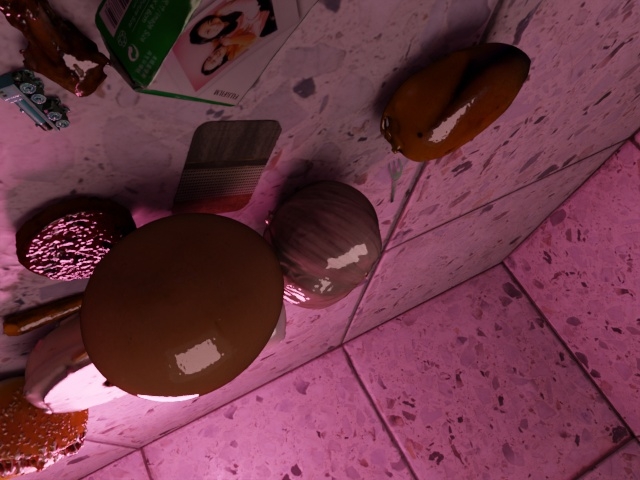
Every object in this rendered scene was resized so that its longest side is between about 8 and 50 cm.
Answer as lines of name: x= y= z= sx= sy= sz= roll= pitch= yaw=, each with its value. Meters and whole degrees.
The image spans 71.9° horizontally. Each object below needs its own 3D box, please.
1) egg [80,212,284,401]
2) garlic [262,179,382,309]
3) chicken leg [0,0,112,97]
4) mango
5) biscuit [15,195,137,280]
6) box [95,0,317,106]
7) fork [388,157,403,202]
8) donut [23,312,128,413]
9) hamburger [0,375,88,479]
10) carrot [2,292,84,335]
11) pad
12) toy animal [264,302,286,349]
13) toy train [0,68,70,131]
egg: x=-0.220 y=0.100 z=0.770 sx=0.301 sy=0.301 sz=0.374 roll=-45 pitch=-178 yaw=33
garlic: x=0.000 y=0.000 z=0.982 sx=0.318 sy=0.259 sz=0.317 roll=-63 pitch=175 yaw=-11
chicken leg: x=-0.273 y=-0.235 z=0.377 sx=0.113 sy=0.093 sz=0.304 roll=-7 pitch=162 yaw=-8
mango: x=0.250 y=-0.267 z=0.845 sx=0.287 sy=0.153 sz=0.201 roll=-37 pitch=146 yaw=9
biscuit: x=-0.403 y=0.000 z=0.741 sx=0.192 sy=0.049 sz=0.192 roll=-29 pitch=153 yaw=-17
box: x=-0.094 y=-0.261 z=0.448 sx=0.250 sy=0.103 sz=0.180 roll=-42 pitch=172 yaw=26
fork: x=0.204 y=-0.149 z=1.201 sx=0.039 sy=0.021 sz=0.235 roll=-26 pitch=157 yaw=-2
donut: x=-0.502 y=0.274 z=1.066 sx=0.382 sy=0.143 sz=0.383 roll=-25 pitch=158 yaw=-11
hamburger: x=-0.708 y=0.445 z=1.077 sx=0.151 sy=0.227 sz=0.295 roll=-6 pitch=168 yaw=27
carrot: x=-0.540 y=0.146 z=0.892 sx=0.170 sy=0.042 sz=0.042 roll=-21 pitch=156 yaw=-25
pad: x=-0.226 y=-0.090 z=0.758 sx=0.323 sy=0.055 sz=0.250 roll=-34 pitch=166 yaw=-43
toy animal: x=-0.209 y=0.205 z=1.224 sx=0.212 sy=0.213 sz=0.266 roll=-37 pitch=160 yaw=17
toy train: x=-0.334 y=-0.160 z=0.519 sx=0.045 sy=0.029 sz=0.092 roll=-20 pitch=158 yaw=-4
